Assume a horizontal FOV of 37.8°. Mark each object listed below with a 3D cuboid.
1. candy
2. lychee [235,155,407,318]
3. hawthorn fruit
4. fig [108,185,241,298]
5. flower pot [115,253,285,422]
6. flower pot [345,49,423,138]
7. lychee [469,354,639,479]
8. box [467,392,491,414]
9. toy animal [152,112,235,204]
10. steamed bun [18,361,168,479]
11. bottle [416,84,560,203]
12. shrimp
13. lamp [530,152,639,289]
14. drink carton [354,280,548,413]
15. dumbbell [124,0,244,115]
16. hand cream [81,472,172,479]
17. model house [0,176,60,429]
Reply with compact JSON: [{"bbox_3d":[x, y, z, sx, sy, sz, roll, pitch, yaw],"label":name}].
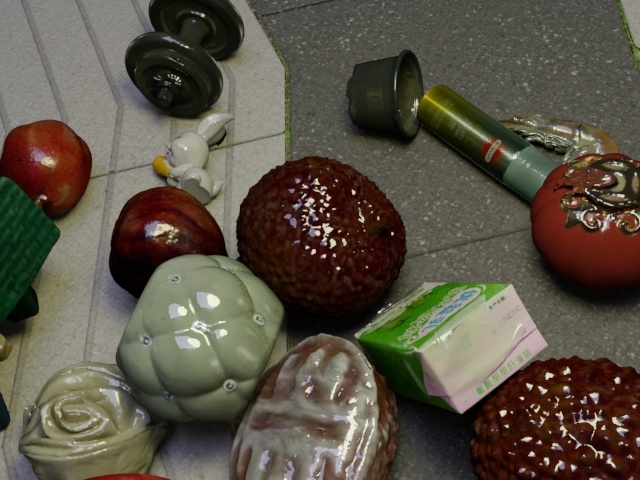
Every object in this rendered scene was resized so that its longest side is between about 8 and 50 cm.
[{"bbox_3d":[-0.005,0.281,1.286,0.214,0.157,0.289,1,59,31],"label":"candy"},{"bbox_3d":[0.000,0.000,1.440,0.261,0.260,0.260,-4,54,5],"label":"lychee"},{"bbox_3d":[-0.483,-0.115,1.637,0.169,0.169,0.188,-9,58,1],"label":"hawthorn fruit"},{"bbox_3d":[-0.213,0.026,1.500,0.250,0.204,0.186,25,92,-15],"label":"fig"},{"bbox_3d":[-0.171,0.138,1.327,0.195,0.246,0.246,24,58,-4],"label":"flower pot"},{"bbox_3d":[0.113,-0.259,1.670,0.107,0.157,0.157,3,54,25],"label":"flower pot"},{"bbox_3d":[0.337,0.277,1.182,0.300,0.264,0.264,23,59,2],"label":"lychee"},{"bbox_3d":[0.211,0.224,1.378,0.082,0.023,0.051,13,58,17],"label":"box"},{"bbox_3d":[-0.225,-0.148,1.678,0.127,0.131,0.181,10,58,-24],"label":"toy animal"},{"bbox_3d":[-0.340,0.266,1.346,0.211,0.144,0.218,19,59,21],"label":"steamed bun"},{"bbox_3d":[0.291,-0.165,1.610,0.082,0.082,0.286,-38,59,-18],"label":"bottle"},{"bbox_3d":[0.402,-0.159,1.618,0.224,0.047,0.126,17,69,17],"label":"shrimp"},{"bbox_3d":[0.433,-0.034,1.420,0.227,0.227,0.226,-4,54,5],"label":"lamp"},{"bbox_3d":[0.164,0.140,1.292,0.161,0.271,0.108,-35,98,-16],"label":"drink carton"},{"bbox_3d":[-0.255,-0.364,1.762,0.192,0.192,0.289,8,57,13],"label":"dumbbell"},{"bbox_3d":[-0.259,0.395,1.217,0.193,0.193,0.125,-9,55,1],"label":"hand cream"},{"bbox_3d":[-0.584,0.106,1.414,0.343,0.334,0.382,15,52,5],"label":"model house"}]
